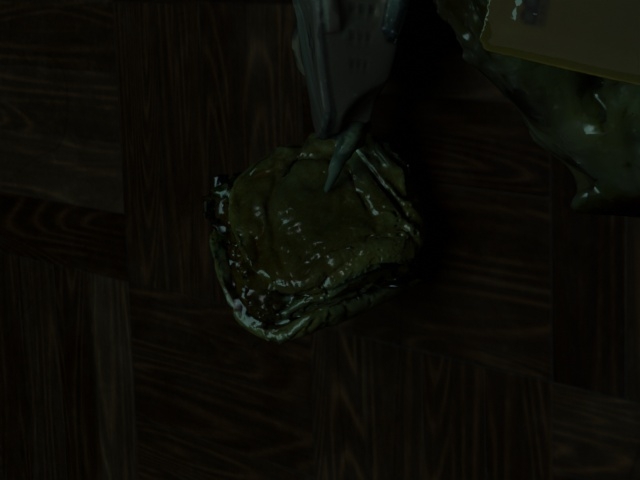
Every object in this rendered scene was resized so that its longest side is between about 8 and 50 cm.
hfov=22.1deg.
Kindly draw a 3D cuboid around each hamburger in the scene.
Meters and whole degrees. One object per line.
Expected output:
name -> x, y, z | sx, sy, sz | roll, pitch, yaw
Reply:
hamburger -> 0.000, 0.000, 1.549 | 0.130, 0.206, 0.183 | 74, 174, -62

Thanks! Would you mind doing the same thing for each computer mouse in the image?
computer mouse -> 0.022, -0.232, 1.443 | 0.199, 0.115, 0.389 | -82, 6, -70

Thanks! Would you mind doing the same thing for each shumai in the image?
shumai -> 0.216, -0.146, 1.233 | 0.346, 0.217, 0.283 | 7, 103, 44

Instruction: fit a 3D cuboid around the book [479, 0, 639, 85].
book -> 0.312, -0.206, 1.029 | 0.389, 0.032, 0.269 | 14, 108, 14
